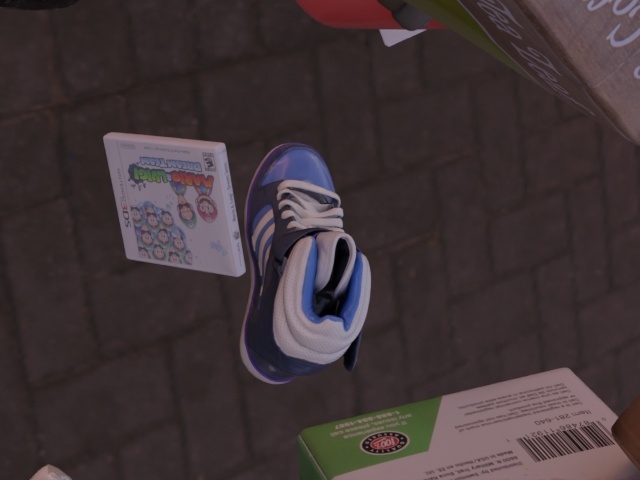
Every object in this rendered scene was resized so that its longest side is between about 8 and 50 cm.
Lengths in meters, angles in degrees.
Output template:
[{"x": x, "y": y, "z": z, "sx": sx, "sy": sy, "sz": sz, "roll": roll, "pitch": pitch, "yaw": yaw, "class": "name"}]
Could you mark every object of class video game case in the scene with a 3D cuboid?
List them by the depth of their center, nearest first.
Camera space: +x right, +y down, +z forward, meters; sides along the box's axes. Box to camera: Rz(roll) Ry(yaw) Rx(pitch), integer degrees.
[{"x": -0.153, "y": -0.038, "z": 1.529, "sx": 0.019, "sy": 0.157, "sz": 0.143, "roll": -34, "pitch": 123, "yaw": -48, "class": "video game case"}]

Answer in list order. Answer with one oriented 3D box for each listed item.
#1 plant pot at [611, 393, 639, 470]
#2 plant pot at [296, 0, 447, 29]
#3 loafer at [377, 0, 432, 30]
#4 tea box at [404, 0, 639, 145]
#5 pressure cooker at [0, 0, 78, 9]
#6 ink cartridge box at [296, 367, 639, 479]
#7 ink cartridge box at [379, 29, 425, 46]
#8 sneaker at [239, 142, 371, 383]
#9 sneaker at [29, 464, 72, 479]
[{"x": 0.287, "y": 0.139, "z": 0.810, "sx": 0.237, "sy": 0.237, "sz": 0.110, "roll": 31, "pitch": 99, "yaw": -43, "class": "plant pot"}, {"x": 0.098, "y": -0.342, "z": 1.558, "sx": 0.275, "sy": 0.243, "sz": 0.275, "roll": 7, "pitch": 80, "yaw": -50, "class": "plant pot"}, {"x": 0.077, "y": -0.223, "z": 0.891, "sx": 0.087, "sy": 0.251, "sz": 0.094, "roll": 30, "pitch": 53, "yaw": -5, "class": "loafer"}, {"x": -0.003, "y": -0.240, "z": 0.445, "sx": 0.220, "sy": 0.323, "sz": 0.329, "roll": -52, "pitch": 149, "yaw": 3, "class": "tea box"}, {"x": -0.376, "y": -0.501, "z": 1.626, "sx": 0.370, "sy": 0.375, "sz": 0.420, "roll": -12, "pitch": 125, "yaw": -54, "class": "pressure cooker"}, {"x": 0.125, "y": 0.207, "z": 0.883, "sx": 0.201, "sy": 0.278, "sz": 0.117, "roll": -11, "pitch": 117, "yaw": -16, "class": "ink cartridge box"}, {"x": 0.084, "y": -0.341, "z": 1.797, "sx": 0.104, "sy": 0.061, "sz": 0.181, "roll": -25, "pitch": 106, "yaw": -6, "class": "ink cartridge box"}, {"x": -0.001, "y": 0.000, "z": 1.718, "sx": 0.130, "sy": 0.236, "sz": 0.323, "roll": 16, "pitch": 65, "yaw": -20, "class": "sneaker"}, {"x": -0.268, "y": 0.300, "z": 1.419, "sx": 0.232, "sy": 0.090, "sz": 0.115, "roll": 115, "pitch": 1, "yaw": -49, "class": "sneaker"}]
